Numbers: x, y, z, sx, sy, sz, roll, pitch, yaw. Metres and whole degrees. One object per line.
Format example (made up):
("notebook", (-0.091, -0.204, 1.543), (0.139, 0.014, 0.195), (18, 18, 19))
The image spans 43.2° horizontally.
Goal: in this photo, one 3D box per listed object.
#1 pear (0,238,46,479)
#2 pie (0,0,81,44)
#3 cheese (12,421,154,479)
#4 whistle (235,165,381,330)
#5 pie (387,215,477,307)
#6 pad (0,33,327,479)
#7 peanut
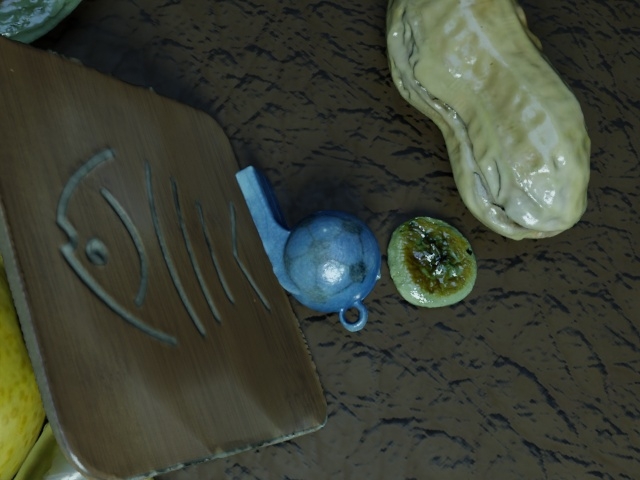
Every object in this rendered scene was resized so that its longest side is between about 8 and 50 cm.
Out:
("pear", (-0.313, 0.054, 0.463), (0.314, 0.314, 0.315), (3, 70, -9))
("pie", (-0.296, -0.260, 0.709), (0.240, 0.054, 0.241), (3, 69, -7))
("cheese", (-0.139, 0.193, 0.581), (0.162, 0.036, 0.086), (29, 69, 2))
("whistle", (0.000, 0.000, 0.651), (0.090, 0.090, 0.158), (-18, 73, -16))
("pie", (0.096, 0.017, 0.695), (0.084, 0.021, 0.084), (3, 70, -9))
("pad", (-0.106, 0.008, 0.553), (0.018, 0.284, 0.287), (-29, 73, 22))
("peanut", (0.141, -0.135, 0.703), (0.130, 0.130, 0.290), (-23, 76, -17))
